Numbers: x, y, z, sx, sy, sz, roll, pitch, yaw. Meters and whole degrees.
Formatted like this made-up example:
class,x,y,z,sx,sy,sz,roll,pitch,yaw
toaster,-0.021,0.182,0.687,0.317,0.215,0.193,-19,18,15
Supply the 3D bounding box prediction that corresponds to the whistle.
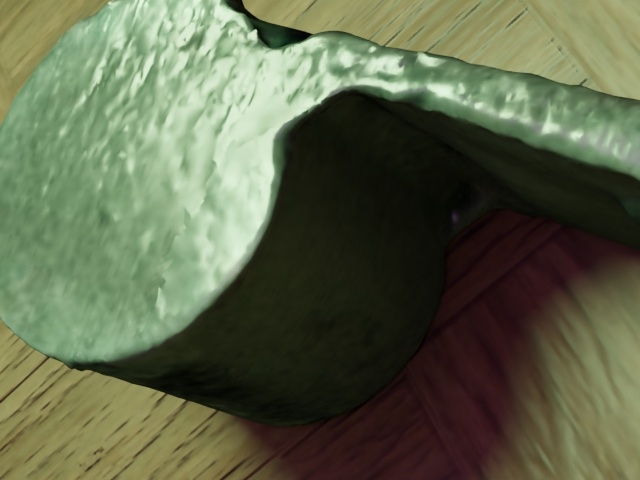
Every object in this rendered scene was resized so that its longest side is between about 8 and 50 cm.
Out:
class,x,y,z,sx,sy,sz,roll,pitch,yaw
whistle,0.012,-0.030,0.579,0.404,0.168,0.188,-16,65,27
